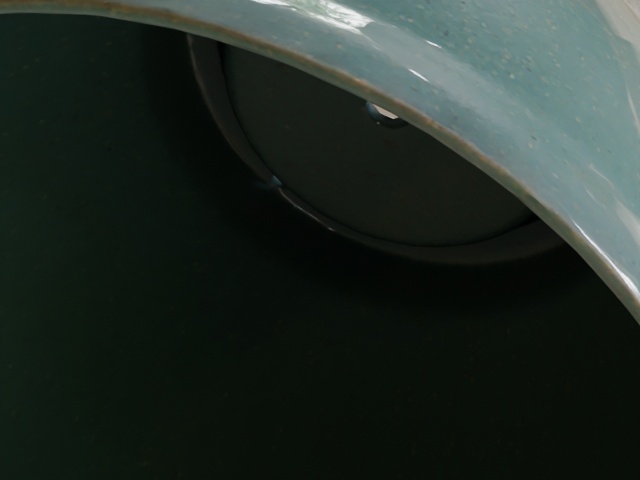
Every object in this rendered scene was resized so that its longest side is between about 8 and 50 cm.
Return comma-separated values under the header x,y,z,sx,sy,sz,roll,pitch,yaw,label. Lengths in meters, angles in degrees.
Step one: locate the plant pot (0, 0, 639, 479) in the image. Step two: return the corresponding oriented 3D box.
x,y,z,sx,sy,sz,roll,pitch,yaw,label
0.000,0.000,0.584,0.293,0.293,0.196,10,43,18,plant pot
